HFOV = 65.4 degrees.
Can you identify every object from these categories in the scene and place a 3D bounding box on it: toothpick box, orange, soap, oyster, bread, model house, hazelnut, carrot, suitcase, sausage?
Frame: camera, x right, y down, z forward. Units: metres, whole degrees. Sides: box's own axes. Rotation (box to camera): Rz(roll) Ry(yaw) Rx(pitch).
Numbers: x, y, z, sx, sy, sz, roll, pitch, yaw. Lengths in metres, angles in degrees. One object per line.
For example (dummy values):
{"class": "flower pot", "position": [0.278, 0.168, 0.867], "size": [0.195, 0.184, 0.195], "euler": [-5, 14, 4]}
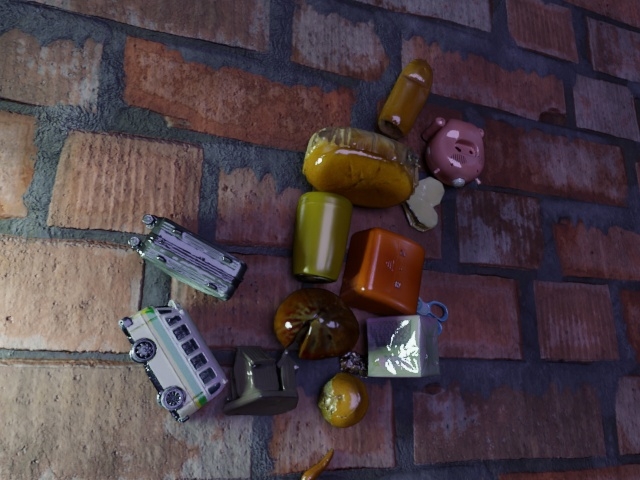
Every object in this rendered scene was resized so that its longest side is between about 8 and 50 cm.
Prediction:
{"class": "toothpick box", "position": [0.000, 0.000, 1.543], "size": [0.175, 0.175, 0.271], "euler": [13, 76, -18]}
{"class": "orange", "position": [0.070, 0.475, 1.476], "size": [0.156, 0.134, 0.157], "euler": [-10, 56, 15]}
{"class": "soap", "position": [0.252, 0.324, 1.526], "size": [0.138, 0.199, 0.182], "euler": [13, 71, -47]}
{"class": "oyster", "position": [0.122, 0.388, 1.566], "size": [0.132, 0.029, 0.086], "euler": [8, 73, -17]}
{"class": "bread", "position": [0.136, -0.229, 1.634], "size": [0.388, 0.236, 0.183], "euler": [12, 56, -9]}
{"class": "model house", "position": [-0.163, 0.391, 1.412], "size": [0.229, 0.122, 0.188], "euler": [10, 59, -33]}
{"class": "hazelnut", "position": [-0.006, 0.242, 1.452], "size": [0.251, 0.217, 0.217], "euler": [22, 69, -1]}
{"class": "carrot", "position": [-0.007, 0.661, 1.446], "size": [0.142, 0.035, 0.035], "euler": [-34, 90, -32]}
{"class": "suitcase", "position": [-0.361, 0.052, 1.375], "size": [0.312, 0.202, 0.128], "euler": [30, 78, -12]}
{"class": "sausage", "position": [0.323, -0.528, 1.834], "size": [0.134, 0.116, 0.354], "euler": [28, 65, 3]}

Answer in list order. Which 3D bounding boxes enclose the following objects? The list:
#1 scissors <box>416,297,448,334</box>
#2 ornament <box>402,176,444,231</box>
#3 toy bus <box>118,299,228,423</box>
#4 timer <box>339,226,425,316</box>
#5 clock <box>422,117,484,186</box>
{"class": "scissors", "position": [0.319, 0.215, 1.686], "size": [0.256, 0.030, 0.125], "euler": [37, 64, -9]}
{"class": "ornament", "position": [0.351, -0.146, 1.779], "size": [0.180, 0.059, 0.201], "euler": [26, 66, -14]}
{"class": "toy bus", "position": [-0.392, 0.308, 1.328], "size": [0.179, 0.143, 0.305], "euler": [-31, 88, -27]}
{"class": "timer", "position": [0.222, 0.106, 1.613], "size": [0.250, 0.161, 0.258], "euler": [19, 70, -20]}
{"class": "clock", "position": [0.499, -0.311, 1.815], "size": [0.227, 0.142, 0.241], "euler": [11, 66, -18]}
